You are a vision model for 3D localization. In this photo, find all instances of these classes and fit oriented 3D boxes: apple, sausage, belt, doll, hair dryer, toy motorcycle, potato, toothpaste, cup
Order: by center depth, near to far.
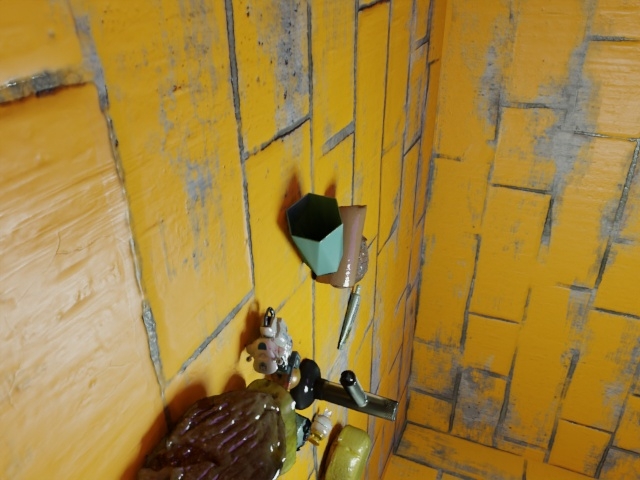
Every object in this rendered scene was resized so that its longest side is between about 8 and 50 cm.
[{"bbox_3d":[-0.145,0.458,1.229,0.111,0.160,0.272,-29,130,-45],"label":"potato"},{"bbox_3d":[-0.112,0.267,1.279,0.221,0.102,0.150,70,25,-54],"label":"toy motorcycle"},{"bbox_3d":[0.000,0.000,1.376,0.236,0.134,0.148,75,5,-58],"label":"cup"},{"bbox_3d":[-0.091,0.357,1.395,0.071,0.083,0.084,5,97,-50],"label":"apple"},{"bbox_3d":[0.051,0.405,1.523,0.156,0.320,0.284,-59,142,-41],"label":"hair dryer"},{"bbox_3d":[0.061,0.010,1.561,0.123,0.123,0.253,-4,104,-69],"label":"sausage"},{"bbox_3d":[-0.075,0.584,1.599,0.105,0.058,0.140,-61,157,-27],"label":"belt"},{"bbox_3d":[0.000,0.651,1.829,0.127,0.073,0.084,-57,-176,-37],"label":"doll"},{"bbox_3d":[0.112,0.290,1.971,0.067,0.037,0.256,26,80,-69],"label":"toothpaste"}]

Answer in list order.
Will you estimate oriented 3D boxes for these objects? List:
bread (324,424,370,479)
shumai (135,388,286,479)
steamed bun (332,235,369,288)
[{"bbox_3d":[0.104,0.877,2.102,0.270,0.147,0.270,16,90,-70],"label":"bread"},{"bbox_3d":[-0.228,0.463,1.060,0.346,0.217,0.283,-47,176,-37],"label":"shumai"},{"bbox_3d":[0.100,0.066,1.691,0.144,0.106,0.175,-12,115,-58],"label":"steamed bun"}]
